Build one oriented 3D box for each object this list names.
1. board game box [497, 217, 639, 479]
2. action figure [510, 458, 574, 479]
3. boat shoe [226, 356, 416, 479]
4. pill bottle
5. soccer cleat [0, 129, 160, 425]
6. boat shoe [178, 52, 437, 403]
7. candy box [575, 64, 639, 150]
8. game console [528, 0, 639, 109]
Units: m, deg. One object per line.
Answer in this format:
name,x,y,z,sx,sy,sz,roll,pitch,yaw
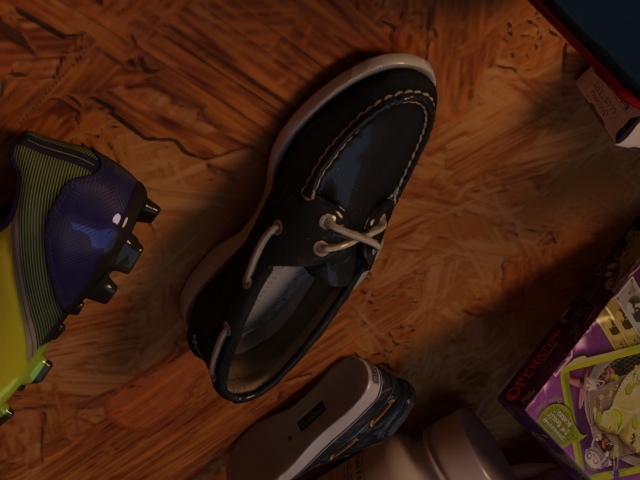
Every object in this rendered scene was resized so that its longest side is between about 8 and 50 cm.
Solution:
board game box,0.328,0.168,1.185,0.347,0.056,0.208,46,73,-26
action figure,0.300,0.226,1.370,0.275,0.248,0.370,29,120,-6
boat shoe,0.003,0.180,1.198,0.183,0.065,0.083,-40,139,20
pill bottle,0.069,0.262,1.283,0.229,0.131,0.131,-34,143,15
soccer cleat,-0.220,0.034,0.898,0.121,0.093,0.289,33,127,-14
boat shoe,0.000,0.000,0.946,0.114,0.091,0.302,4,136,-32
candy box,0.309,-0.145,0.947,0.165,0.070,0.196,7,134,-36
game console,0.175,-0.262,0.579,0.386,0.060,0.342,39,111,-25
